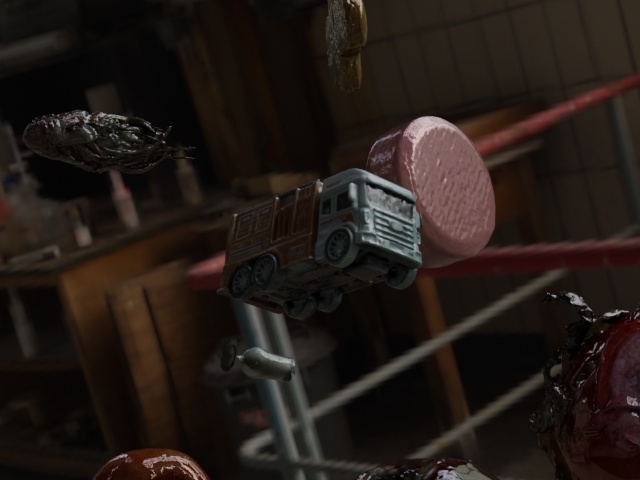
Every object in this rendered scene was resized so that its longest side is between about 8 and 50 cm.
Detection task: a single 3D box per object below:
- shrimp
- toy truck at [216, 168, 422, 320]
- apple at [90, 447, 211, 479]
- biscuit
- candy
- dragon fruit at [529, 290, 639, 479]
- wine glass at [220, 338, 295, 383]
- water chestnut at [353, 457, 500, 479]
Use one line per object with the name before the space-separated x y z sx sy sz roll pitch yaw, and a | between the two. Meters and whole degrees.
shrimp | -0.231 -0.108 1.491 0.190 0.074 0.073 11 -12 -14
toy truck | 0.000 0.000 1.884 0.136 0.162 0.305 21 -28 -38
apple | -0.252 0.417 1.988 0.218 0.218 0.201 -22 -17 -33
biscuit | 0.027 -0.243 1.516 0.030 0.153 0.234 -4 -17 -3
candy | 0.184 -0.072 2.183 0.094 0.255 0.255 -21 3 42
dragon fruit | 0.339 0.204 1.324 0.269 0.291 0.250 6 59 14
wine glass | -0.069 0.138 1.535 0.083 0.042 0.039 16 16 -26
water chestnut | 0.179 0.424 1.648 0.347 0.335 0.335 -13 10 23
